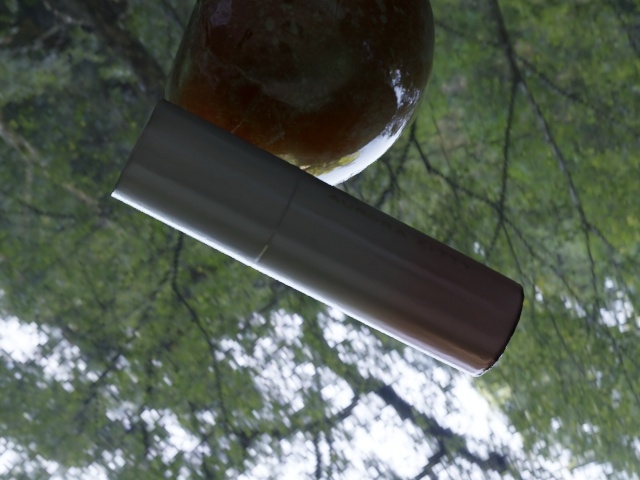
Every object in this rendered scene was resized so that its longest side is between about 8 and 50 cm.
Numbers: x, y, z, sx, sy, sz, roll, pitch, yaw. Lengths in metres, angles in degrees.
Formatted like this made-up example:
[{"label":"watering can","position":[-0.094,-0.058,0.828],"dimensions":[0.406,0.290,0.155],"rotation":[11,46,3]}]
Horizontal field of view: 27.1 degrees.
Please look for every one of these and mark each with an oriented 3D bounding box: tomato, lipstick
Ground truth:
[{"label":"tomato","position":[-0.013,-0.162,1.183],"dimensions":[0.223,0.270,0.270],"rotation":[21,-119,-5]},{"label":"lipstick","position":[0.000,0.000,1.050],"dimensions":[0.327,0.087,0.087],"rotation":[27,-117,-10]}]
